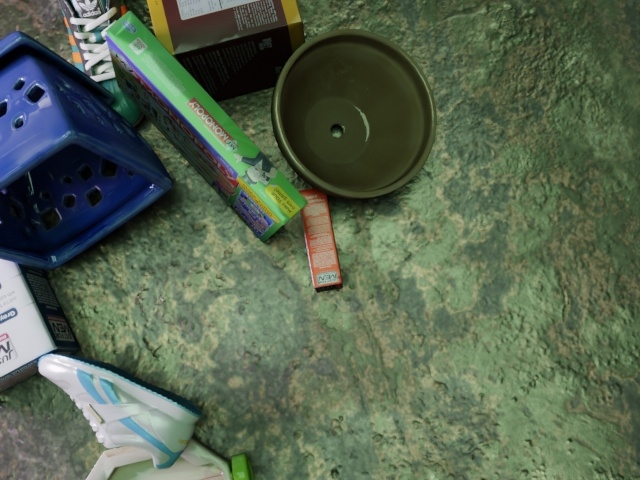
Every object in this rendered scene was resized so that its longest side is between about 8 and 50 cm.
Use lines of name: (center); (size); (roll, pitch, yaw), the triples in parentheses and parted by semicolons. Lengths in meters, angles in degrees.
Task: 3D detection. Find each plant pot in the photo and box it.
plant pot: (-0.379, -0.121, 0.996); (0.236, 0.236, 0.212); (-34, 69, 9)
plant pot: (0.038, -0.170, 1.075); (0.237, 0.109, 0.238); (2, 83, -15)

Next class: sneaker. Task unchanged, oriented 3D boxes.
sneaker: (-0.275, 0.216, 0.981); (0.228, 0.087, 0.092); (24, 83, 8)
sneaker: (-0.337, -0.317, 1.122); (0.108, 0.121, 0.302); (-14, 81, -2)

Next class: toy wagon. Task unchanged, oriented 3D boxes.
toy wagon: (-0.219, 0.368, 1.028); (0.267, 0.068, 0.345); (-13, 79, -1)

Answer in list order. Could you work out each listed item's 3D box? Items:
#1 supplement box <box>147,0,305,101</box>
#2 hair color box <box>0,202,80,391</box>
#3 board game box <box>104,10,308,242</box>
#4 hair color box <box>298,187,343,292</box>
supplement box: (-0.127, -0.304, 1.076); (0.194, 0.191, 0.129); (-15, 80, 0)
hair color box: (-0.507, 0.043, 1.074); (0.173, 0.105, 0.347); (-28, 80, -3)
board game box: (-0.156, -0.137, 1.007); (0.046, 0.213, 0.317); (-43, 93, -12)
hair color box: (0.000, 0.000, 1.081); (0.043, 0.072, 0.141); (-10, 81, 1)
